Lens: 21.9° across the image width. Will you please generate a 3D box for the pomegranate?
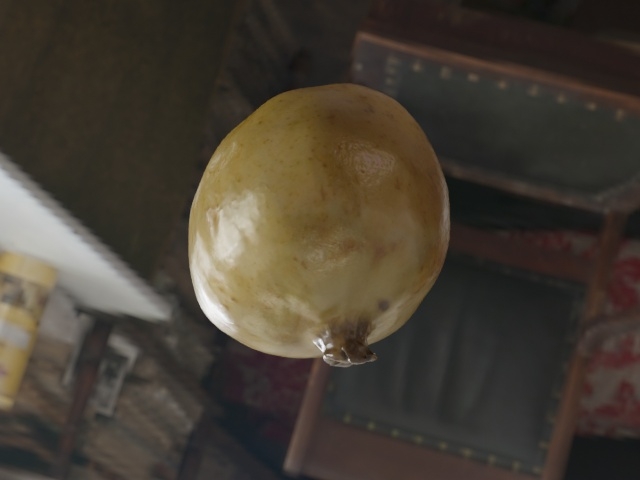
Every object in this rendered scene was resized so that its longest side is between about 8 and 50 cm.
[{"bbox_3d":[0.000,0.000,1.077,0.196,0.196,0.196,15,160,5],"label":"pomegranate"}]
